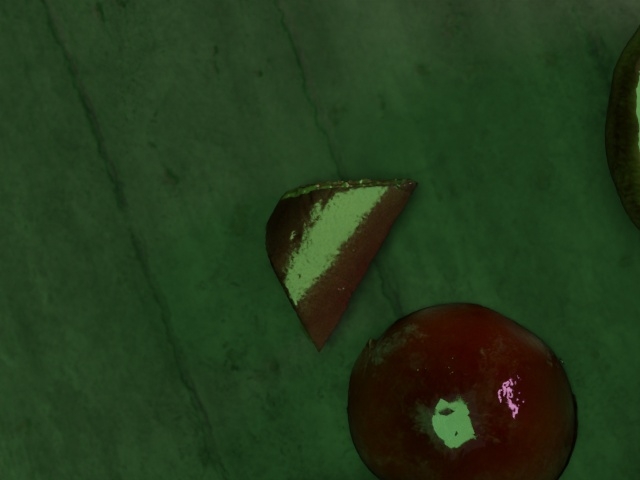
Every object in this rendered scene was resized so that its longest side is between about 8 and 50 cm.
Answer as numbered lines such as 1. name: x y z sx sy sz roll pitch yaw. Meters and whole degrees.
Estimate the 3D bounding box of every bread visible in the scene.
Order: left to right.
1. bread: 0.000 0.000 1.645 0.119 0.067 0.192 29 94 12

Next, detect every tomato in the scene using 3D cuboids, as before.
1. tomato: 0.132 0.158 1.593 0.228 0.112 0.199 9 88 10

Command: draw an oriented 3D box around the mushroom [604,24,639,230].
1. mushroom: 0.390 -0.102 1.527 0.278 0.146 0.278 -1 95 -6
